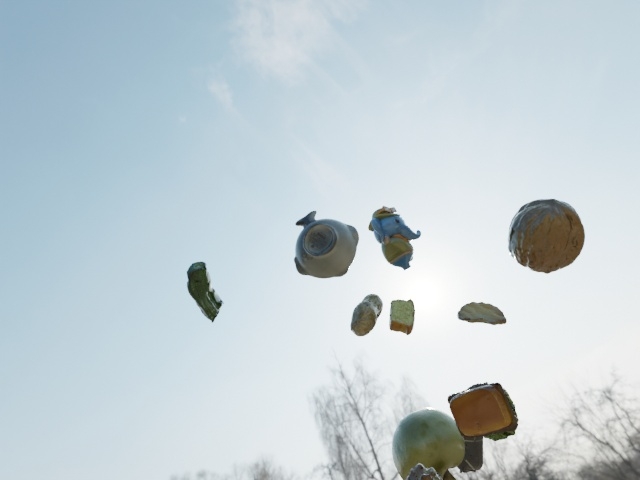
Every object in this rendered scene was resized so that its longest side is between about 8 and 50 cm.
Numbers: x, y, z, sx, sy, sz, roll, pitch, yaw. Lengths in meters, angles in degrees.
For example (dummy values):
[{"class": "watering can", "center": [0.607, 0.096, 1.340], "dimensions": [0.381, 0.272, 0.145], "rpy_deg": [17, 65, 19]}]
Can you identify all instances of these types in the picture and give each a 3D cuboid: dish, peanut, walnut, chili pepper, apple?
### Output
[{"class": "dish", "center": [0.000, 0.000, 1.220], "dimensions": [0.224, 0.246, 0.078], "rpy_deg": [-34, -27, 0]}, {"class": "peanut", "center": [0.164, 0.251, 1.380], "dimensions": [0.099, 0.099, 0.214], "rpy_deg": [-51, -11, 31]}, {"class": "walnut", "center": [0.630, -0.019, 1.126], "dimensions": [0.213, 0.213, 0.213], "rpy_deg": [-11, -41, -10]}, {"class": "chili pepper", "center": [-0.379, 0.173, 1.310], "dimensions": [0.061, 0.098, 0.224], "rpy_deg": [7, -54, 26]}, {"class": "apple", "center": [0.390, 0.798, 1.506], "dimensions": [0.233, 0.258, 0.295], "rpy_deg": [-8, -66, -25]}]

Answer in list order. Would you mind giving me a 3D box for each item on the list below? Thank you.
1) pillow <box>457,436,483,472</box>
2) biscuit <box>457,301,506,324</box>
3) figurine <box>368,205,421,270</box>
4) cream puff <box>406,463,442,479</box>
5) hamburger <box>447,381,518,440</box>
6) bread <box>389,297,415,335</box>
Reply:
[{"class": "pillow", "center": [0.679, 0.880, 1.830], "dimensions": [0.161, 0.335, 0.092], "rpy_deg": [13, -13, -31]}, {"class": "biscuit", "center": [0.641, 0.299, 1.598], "dimensions": [0.183, 0.118, 0.061], "rpy_deg": [1, -57, 15]}, {"class": "figurine", "center": [0.297, -0.014, 1.595], "dimensions": [0.180, 0.262, 0.154], "rpy_deg": [-30, -8, -27]}, {"class": "cream puff", "center": [0.271, 0.651, 1.039], "dimensions": [0.094, 0.116, 0.122], "rpy_deg": [-9, -11, -34]}, {"class": "hamburger", "center": [0.414, 0.435, 1.015], "dimensions": [0.087, 0.137, 0.166], "rpy_deg": [8, -32, -44]}, {"class": "bread", "center": [0.324, 0.297, 1.585], "dimensions": [0.103, 0.187, 0.065], "rpy_deg": [4, -61, 8]}]
